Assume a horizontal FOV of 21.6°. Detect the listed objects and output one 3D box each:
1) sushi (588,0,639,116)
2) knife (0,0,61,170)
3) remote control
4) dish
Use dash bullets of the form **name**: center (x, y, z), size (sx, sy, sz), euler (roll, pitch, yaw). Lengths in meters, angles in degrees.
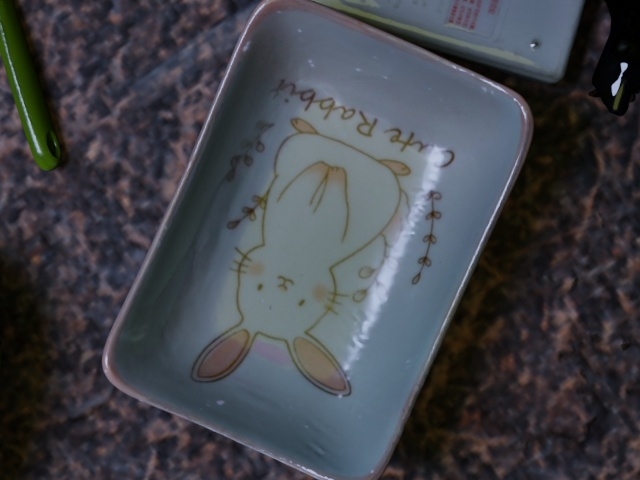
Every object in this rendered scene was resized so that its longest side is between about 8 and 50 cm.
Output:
- **sushi**: center (0.171, -0.175, 0.763), size (0.348, 0.207, 0.234), euler (15, 102, -6)
- **knife**: center (-0.166, -0.125, 0.876), size (0.026, 0.022, 0.184), euler (-17, 89, 28)
- **remote control**: center (0.044, -0.145, 0.863), size (0.190, 0.029, 0.088), euler (15, 90, -1)
- **dish**: center (0.000, 0.000, 0.843), size (0.151, 0.077, 0.212), euler (24, 91, 0)
